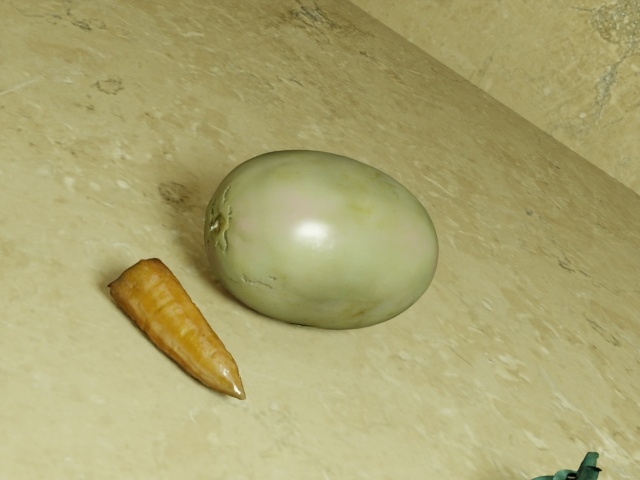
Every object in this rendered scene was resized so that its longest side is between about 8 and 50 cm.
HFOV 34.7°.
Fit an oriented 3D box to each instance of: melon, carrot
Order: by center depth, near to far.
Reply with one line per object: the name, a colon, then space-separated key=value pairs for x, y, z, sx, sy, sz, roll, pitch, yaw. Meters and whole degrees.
carrot: x=-0.147 y=0.103 z=1.134 sx=0.205 sy=0.072 sz=0.072 roll=43 pitch=28 yaw=21
melon: x=0.000 y=0.000 z=1.304 sx=0.316 sy=0.223 sz=0.223 roll=10 pitch=32 yaw=-28

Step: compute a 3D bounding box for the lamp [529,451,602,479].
lamp: x=0.332 y=0.354 z=1.091 sx=0.284 sy=0.147 sz=0.209 roll=43 pitch=24 yaw=7
